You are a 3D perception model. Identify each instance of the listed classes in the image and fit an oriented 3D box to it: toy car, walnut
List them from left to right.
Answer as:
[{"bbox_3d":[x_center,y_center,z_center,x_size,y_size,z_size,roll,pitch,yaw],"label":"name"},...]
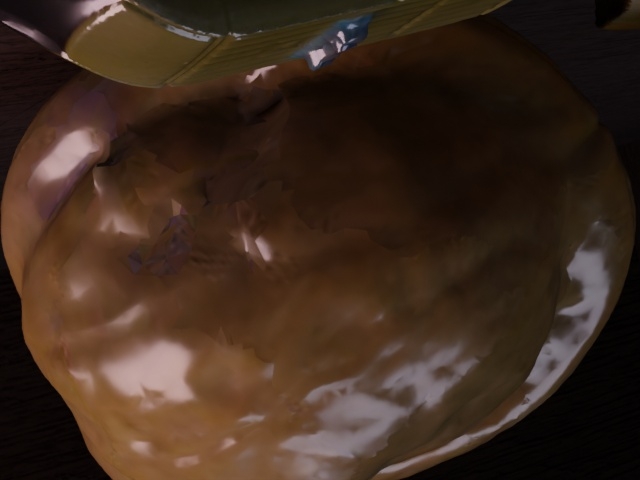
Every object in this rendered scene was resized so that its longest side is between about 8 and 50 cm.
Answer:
[{"bbox_3d":[-0.037,-0.119,0.710,0.256,0.124,0.101,-15,175,-24],"label":"toy car"},{"bbox_3d":[-0.012,0.001,1.278,0.383,0.383,0.383,-16,177,-1],"label":"walnut"}]

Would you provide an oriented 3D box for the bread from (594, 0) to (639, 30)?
[{"bbox_3d":[0.352,-0.218,1.260,0.361,0.077,0.138,-15,176,-2],"label":"bread"}]
